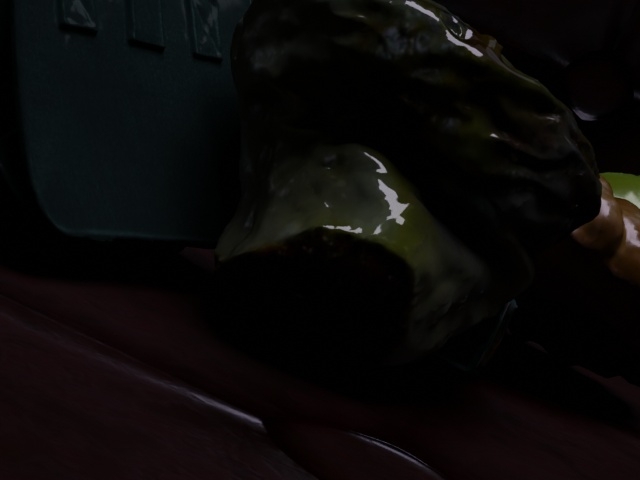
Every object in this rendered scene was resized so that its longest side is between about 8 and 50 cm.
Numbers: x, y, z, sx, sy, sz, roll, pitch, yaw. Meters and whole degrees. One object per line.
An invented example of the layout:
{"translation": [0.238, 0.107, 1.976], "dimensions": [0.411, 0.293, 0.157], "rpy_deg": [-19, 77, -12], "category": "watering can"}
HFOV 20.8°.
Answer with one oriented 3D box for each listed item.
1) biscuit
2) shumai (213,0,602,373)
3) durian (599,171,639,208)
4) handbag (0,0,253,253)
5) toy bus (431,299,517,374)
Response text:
{"translation": [0.203, 0.003, 1.603], "dimensions": [0.325, 0.107, 0.326], "rpy_deg": [31, -17, 11], "category": "biscuit"}
{"translation": [0.031, -0.017, 1.308], "dimensions": [0.309, 0.263, 0.304], "rpy_deg": [28, -20, 9], "category": "shumai"}
{"translation": [0.339, 0.022, 2.006], "dimensions": [0.339, 0.204, 0.255], "rpy_deg": [7, 3, -35], "category": "durian"}
{"translation": [-0.151, -0.109, 1.295], "dimensions": [0.089, 0.239, 0.326], "rpy_deg": [-6, -6, 29], "category": "handbag"}
{"translation": [0.043, 0.026, 1.488], "dimensions": [0.261, 0.091, 0.109], "rpy_deg": [29, 3, 22], "category": "toy bus"}
